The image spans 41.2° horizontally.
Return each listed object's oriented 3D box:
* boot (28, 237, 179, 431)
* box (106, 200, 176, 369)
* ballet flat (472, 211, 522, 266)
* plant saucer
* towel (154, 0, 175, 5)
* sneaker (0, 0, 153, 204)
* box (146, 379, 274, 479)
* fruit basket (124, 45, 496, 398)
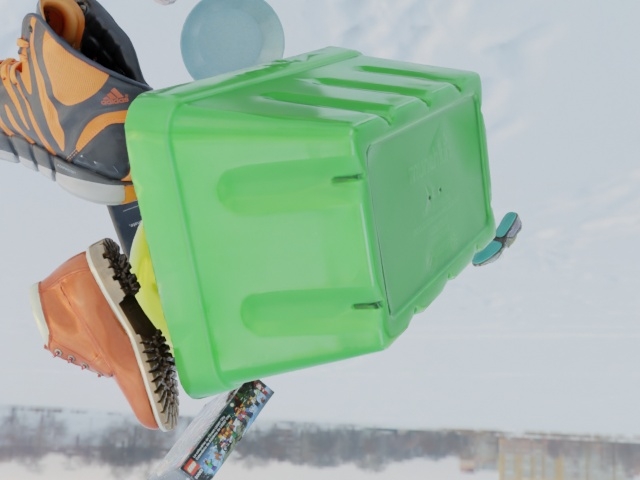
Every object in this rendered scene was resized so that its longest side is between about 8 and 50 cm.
[{"bbox_3d":[-0.169,0.086,0.670,0.085,0.157,0.059,-26,176,4],"label":"boot"},{"bbox_3d":[-0.201,-0.003,1.399,0.212,0.395,0.293,-22,172,-5],"label":"box"},{"bbox_3d":[0.283,0.007,1.342,0.041,0.114,0.041,36,163,13],"label":"ballet flat"},{"bbox_3d":[-0.164,-0.365,1.573,0.195,0.194,0.037,7,-160,-21],"label":"plant saucer"},{"bbox_3d":[-0.328,-0.473,1.133,0.053,0.317,0.332,-42,180,2],"label":"towel"},{"bbox_3d":[-0.295,-0.172,0.854,0.321,0.180,0.124,19,-145,13],"label":"sneaker"},{"bbox_3d":[-0.161,0.282,1.195,0.044,0.159,0.233,41,149,-4],"label":"box"},{"bbox_3d":[-0.056,-0.019,0.791,0.392,0.282,0.392,-9,-165,2],"label":"fruit basket"}]
